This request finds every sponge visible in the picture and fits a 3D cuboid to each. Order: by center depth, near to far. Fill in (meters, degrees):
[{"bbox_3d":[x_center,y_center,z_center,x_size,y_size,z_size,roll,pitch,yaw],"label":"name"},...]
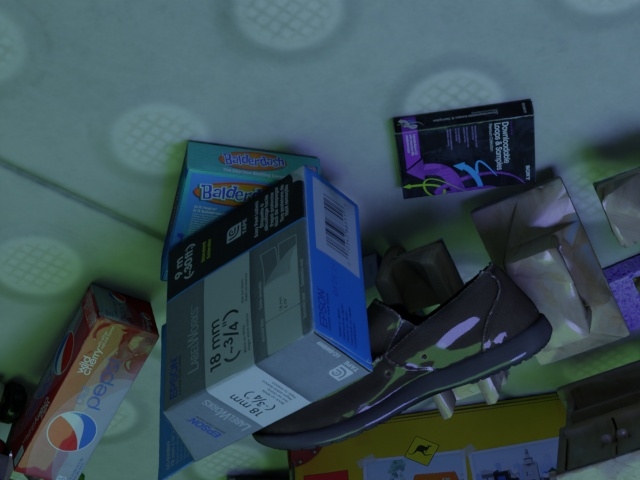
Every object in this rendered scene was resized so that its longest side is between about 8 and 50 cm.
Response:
[{"bbox_3d":[0.413,0.074,1.822,0.210,0.031,0.117,-24,135,22],"label":"sponge"}]

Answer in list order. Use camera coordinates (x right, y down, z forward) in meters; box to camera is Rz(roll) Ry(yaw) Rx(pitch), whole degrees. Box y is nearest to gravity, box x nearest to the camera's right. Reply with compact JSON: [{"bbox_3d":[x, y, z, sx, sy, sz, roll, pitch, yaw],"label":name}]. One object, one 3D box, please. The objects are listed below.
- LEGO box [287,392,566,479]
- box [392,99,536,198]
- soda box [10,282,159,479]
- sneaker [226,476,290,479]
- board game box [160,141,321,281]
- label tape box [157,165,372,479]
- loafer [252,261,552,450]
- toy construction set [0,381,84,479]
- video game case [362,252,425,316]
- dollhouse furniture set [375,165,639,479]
[{"bbox_3d":[0.214,0.442,1.970,0.500,0.372,0.193,-9,139,6],"label":"LEGO box"},{"bbox_3d":[0.171,-0.105,1.600,0.162,0.029,0.116,-9,139,3],"label":"box"},{"bbox_3d":[-0.311,0.192,1.794,0.092,0.083,0.263,21,112,-26],"label":"soda box"},{"bbox_3d":[-0.084,0.455,2.179,0.118,0.083,0.222,-4,139,-2],"label":"sneaker"},{"bbox_3d":[-0.100,-0.023,1.657,0.160,0.047,0.210,7,139,-12],"label":"board game box"},{"bbox_3d":[-0.105,0.101,1.577,0.333,0.241,0.106,-31,133,28],"label":"label tape box"},{"bbox_3d":[0.078,0.129,1.581,0.366,0.134,0.130,-24,92,5],"label":"loafer"},{"bbox_3d":[-0.467,0.369,1.932,0.257,0.237,0.309,-24,135,22],"label":"toy construction set"},{"bbox_3d":[0.025,0.148,1.853,0.244,0.061,0.269,-21,136,17],"label":"video game case"},{"bbox_3d":[0.324,0.104,1.725,0.362,0.256,0.394,-22,104,18],"label":"dollhouse furniture set"}]
